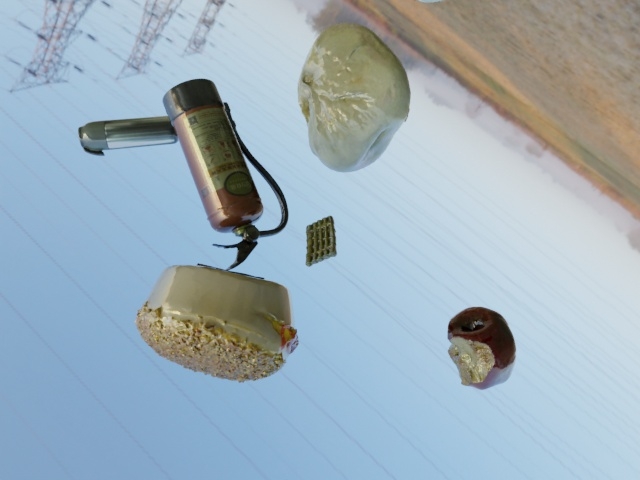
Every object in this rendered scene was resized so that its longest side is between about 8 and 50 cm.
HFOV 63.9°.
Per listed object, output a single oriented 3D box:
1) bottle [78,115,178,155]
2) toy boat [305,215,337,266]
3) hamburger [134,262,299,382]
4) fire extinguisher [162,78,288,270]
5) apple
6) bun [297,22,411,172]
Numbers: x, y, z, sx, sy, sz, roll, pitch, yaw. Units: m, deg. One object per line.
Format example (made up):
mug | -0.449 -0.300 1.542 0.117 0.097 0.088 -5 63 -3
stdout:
bottle | -0.517 -0.285 1.397 0.254 0.096 0.079 -8 -178 -16
toy boat | 0.000 0.000 0.979 0.016 0.063 0.115 54 -160 -35
hamburger | -0.178 0.156 0.919 0.294 0.276 0.179 14 -111 -15
fire extinguisher | -0.172 -0.139 1.042 0.200 0.113 0.376 -18 -96 -24
apple | 0.350 0.234 1.115 0.156 0.147 0.158 30 143 61
bun | 0.055 -0.348 1.266 0.213 0.361 0.361 -6 -136 -32
